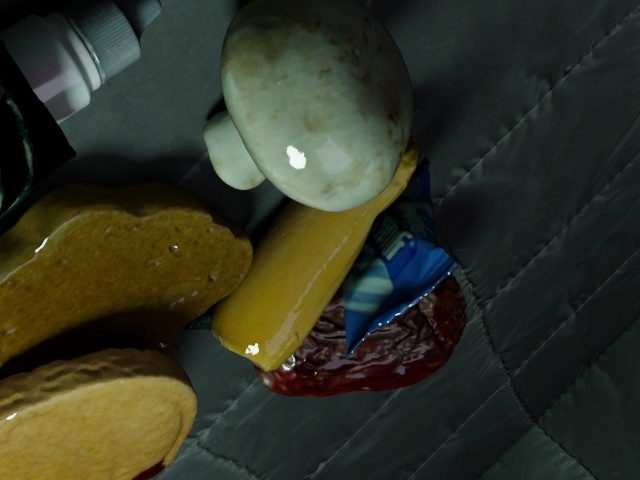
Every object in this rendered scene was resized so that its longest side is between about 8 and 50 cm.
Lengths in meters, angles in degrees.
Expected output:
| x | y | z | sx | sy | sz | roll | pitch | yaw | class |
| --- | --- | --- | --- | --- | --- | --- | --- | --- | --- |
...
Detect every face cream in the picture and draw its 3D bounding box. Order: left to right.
| x | y | z | sx | sy | sz | roll | pitch | yaw | class |
| --- | --- | --- | --- | --- | --- | --- | --- | --- | --- |
| -0.262 | -0.122 | 0.887 | 0.311 | 0.092 | 0.092 | -36 | 150 | -16 | face cream |

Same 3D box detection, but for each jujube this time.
| x | y | z | sx | sy | sz | roll | pitch | yaw | class |
| --- | --- | --- | --- | --- | --- | --- | --- | --- | --- |
| 0.048 | 0.125 | 1.537 | 0.342 | 0.216 | 0.216 | -11 | 137 | -39 | jujube |

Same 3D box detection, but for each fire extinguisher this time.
| x | y | z | sx | sy | sz | roll | pitch | yaw | class |
| --- | --- | --- | --- | --- | --- | --- | --- | --- | --- |
| -0.154 | 0.106 | 1.403 | 0.038 | 0.025 | 0.083 | -17 | 167 | 31 | fire extinguisher |

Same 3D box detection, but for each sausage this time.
| x | y | z | sx | sy | sz | roll | pitch | yaw | class |
| --- | --- | --- | --- | --- | --- | --- | --- | --- | --- |
| -0.004 | -0.003 | 1.345 | 0.116 | 0.134 | 0.354 | 36 | 86 | -18 | sausage |

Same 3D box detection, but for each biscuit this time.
| x | y | z | sx | sy | sz | roll | pitch | yaw | class |
| --- | --- | --- | --- | --- | --- | --- | --- | --- | --- |
| -0.352 | 0.257 | 1.185 | 0.455 | 0.078 | 0.350 | -25 | 148 | -10 | biscuit |
| -0.240 | 0.068 | 1.186 | 0.381 | 0.074 | 0.359 | -23 | 147 | -41 | biscuit |

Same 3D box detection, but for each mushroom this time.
| x | y | z | sx | sy | sz | roll | pitch | yaw | class |
| --- | --- | --- | --- | --- | --- | --- | --- | --- | --- |
| -0.029 | -0.136 | 1.100 | 0.243 | 0.243 | 0.243 | -33 | 149 | -23 | mushroom |

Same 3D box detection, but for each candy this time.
| x | y | z | sx | sy | sz | roll | pitch | yaw | class |
| --- | --- | --- | --- | --- | --- | --- | --- | --- | --- |
| 0.092 | 0.012 | 1.360 | 0.187 | 0.077 | 0.331 | -45 | -165 | 20 | candy |

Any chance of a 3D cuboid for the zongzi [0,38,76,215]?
| x | y | z | sx | sy | sz | roll | pitch | yaw | class |
| --- | --- | --- | --- | --- | --- | --- | --- | --- | --- |
| -0.284 | -0.053 | 0.693 | 0.319 | 0.383 | 0.362 | -10 | 150 | 23 | zongzi |
